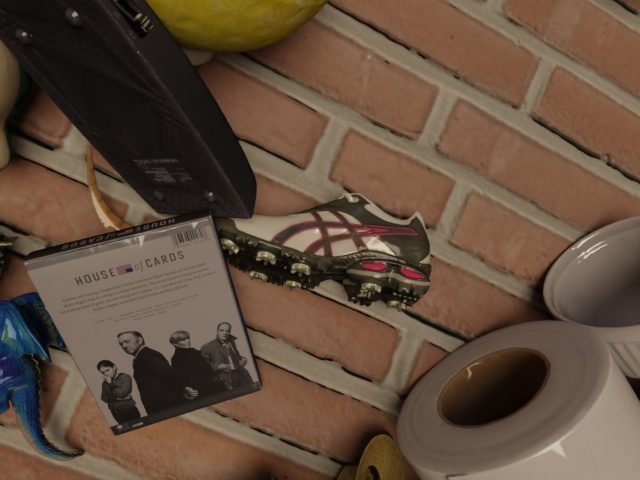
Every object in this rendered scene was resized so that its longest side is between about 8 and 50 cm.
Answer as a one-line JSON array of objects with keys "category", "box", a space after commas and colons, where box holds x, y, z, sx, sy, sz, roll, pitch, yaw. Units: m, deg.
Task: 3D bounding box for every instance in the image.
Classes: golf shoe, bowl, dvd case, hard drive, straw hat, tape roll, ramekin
[{"category": "golf shoe", "box": [0.000, 0.000, 0.575, 0.273, 0.105, 0.120, 14, 67, -10]}, {"category": "bowl", "box": [-0.136, -0.275, 0.483, 0.290, 0.289, 0.156, 29, 128, -9]}, {"category": "dvd case", "box": [-0.175, 0.096, 0.522, 0.180, 0.029, 0.238, -15, 118, -9]}, {"category": "hard drive", "box": [-0.173, -0.125, 0.458, 0.054, 0.172, 0.254, -61, 138, -31]}, {"category": "straw hat", "box": [0.050, 0.314, 0.595, 0.061, 0.144, 0.144, -11, 95, 33]}, {"category": "tape roll", "box": [0.230, 0.226, 0.534, 0.246, 0.246, 0.169, -33, 96, -7]}, {"category": "ramekin", "box": [0.396, 0.069, 0.583, 0.207, 0.207, 0.109, -41, 107, -6]}]

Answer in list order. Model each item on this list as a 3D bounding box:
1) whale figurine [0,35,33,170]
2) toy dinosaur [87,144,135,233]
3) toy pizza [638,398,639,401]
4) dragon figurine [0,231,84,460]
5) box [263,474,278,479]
[{"category": "whale figurine", "box": [-0.406, -0.147, 0.487, 0.216, 0.141, 0.272, 35, 110, -15]}, {"category": "toy dinosaur", "box": [-0.213, 0.009, 0.552, 0.211, 0.064, 0.112, 41, 72, -19]}, {"category": "toy pizza", "box": [0.478, 0.261, 0.635, 0.202, 0.032, 0.201, 0, 123, 0]}, {"category": "dragon figurine", "box": [-0.323, 0.109, 0.514, 0.144, 0.085, 0.289, -39, 96, -6]}, {"category": "box", "box": [-0.078, 0.477, 0.398, 0.395, 0.294, 0.211, -38, 120, -20]}]
